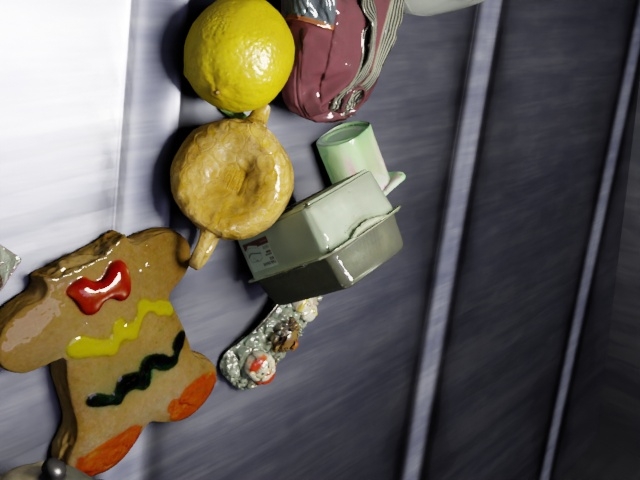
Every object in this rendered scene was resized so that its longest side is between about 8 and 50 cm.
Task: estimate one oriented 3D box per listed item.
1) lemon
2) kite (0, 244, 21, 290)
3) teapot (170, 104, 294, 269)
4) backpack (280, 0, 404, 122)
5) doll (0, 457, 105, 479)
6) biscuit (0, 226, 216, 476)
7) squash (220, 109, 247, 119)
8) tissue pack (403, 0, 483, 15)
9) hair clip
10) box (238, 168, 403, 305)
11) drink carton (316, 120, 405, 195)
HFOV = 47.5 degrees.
[{"bbox_3d":[-0.130,-0.308,1.193,0.178,0.178,0.203,55,51,-42],"label":"lemon"},{"bbox_3d":[-0.533,0.058,1.005,0.250,0.012,0.229,-15,113,-43],"label":"kite"},{"bbox_3d":[-0.154,-0.093,1.261,0.167,0.203,0.311,-101,-148,-87],"label":"teapot"},{"bbox_3d":[0.031,-0.370,1.321,0.283,0.197,0.317,-27,127,-54],"label":"backpack"},{"bbox_3d":[-0.483,0.480,1.085,0.382,0.252,0.379,19,120,-38],"label":"doll"},{"bbox_3d":[-0.341,0.190,1.213,0.368,0.076,0.394,-30,124,-39],"label":"biscuit"},{"bbox_3d":[-0.149,-0.223,1.313,0.089,0.027,0.027,41,72,-43],"label":"squash"},{"bbox_3d":[0.261,-0.590,1.488,0.333,0.236,0.230,-30,115,-38],"label":"tissue pack"},{"bbox_3d":[-0.068,0.171,1.490,0.321,0.091,0.138,-55,139,-17],"label":"hair clip"},{"bbox_3d":[0.000,0.000,1.350,0.220,0.290,0.166,-33,98,-36],"label":"box"},{"bbox_3d":[0.067,-0.158,1.495,0.144,0.146,0.142,-42,122,-31],"label":"drink carton"}]
